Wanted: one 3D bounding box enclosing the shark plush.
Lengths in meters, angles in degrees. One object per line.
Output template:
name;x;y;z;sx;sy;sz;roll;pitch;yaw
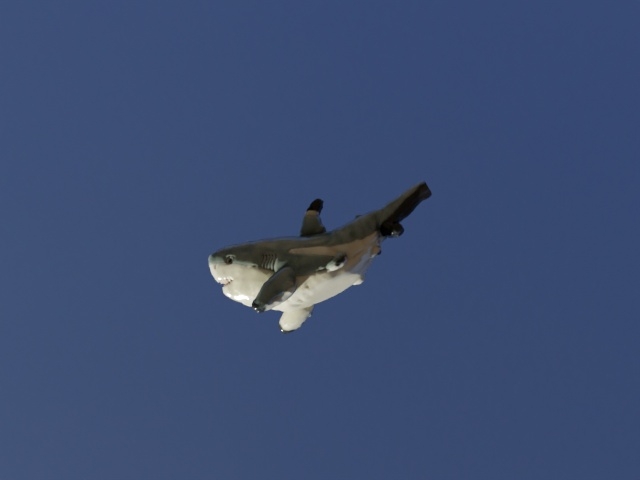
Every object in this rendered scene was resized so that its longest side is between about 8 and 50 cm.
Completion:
shark plush;0.000;0.000;1.111;0.161;0.073;0.067;-34;-114;17
